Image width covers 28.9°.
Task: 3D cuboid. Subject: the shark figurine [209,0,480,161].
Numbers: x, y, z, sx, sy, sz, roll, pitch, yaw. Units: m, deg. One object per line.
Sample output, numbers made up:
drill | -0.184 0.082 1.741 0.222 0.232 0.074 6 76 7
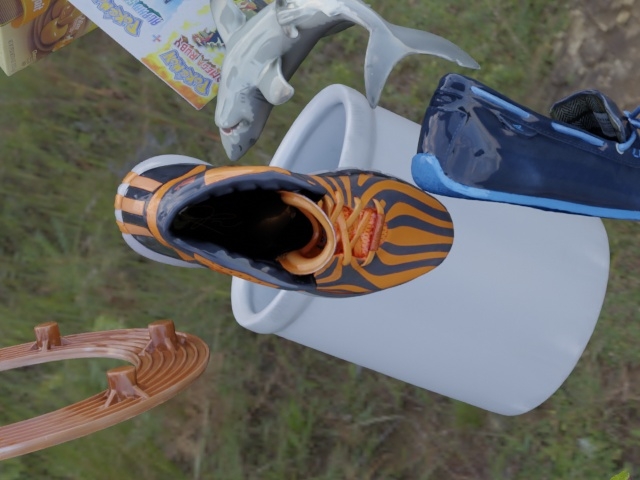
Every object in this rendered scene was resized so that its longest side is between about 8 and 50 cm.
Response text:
shark figurine | 0.005 -0.178 1.074 0.278 0.116 0.166 -13 89 50

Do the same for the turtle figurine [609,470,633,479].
turtle figurine | 0.310 0.328 1.111 0.217 0.087 0.269 41 109 4

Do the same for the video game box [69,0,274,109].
video game box | -0.121 -0.247 1.174 0.187 0.205 0.048 -36 35 23

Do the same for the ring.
ring | -0.254 0.113 0.972 0.336 0.336 0.032 -1 102 45

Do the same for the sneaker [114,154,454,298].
sneaker | 0.000 0.000 1.039 0.180 0.321 0.125 17 103 63

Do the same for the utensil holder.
utensil holder | 0.125 0.025 1.596 0.328 0.385 0.328 -55 21 33

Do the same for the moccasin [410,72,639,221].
moccasin | 0.243 -0.080 1.105 0.137 0.342 0.117 10 93 54

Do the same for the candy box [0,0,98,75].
candy box | -0.356 -0.358 1.585 0.087 0.183 0.316 50 159 13
